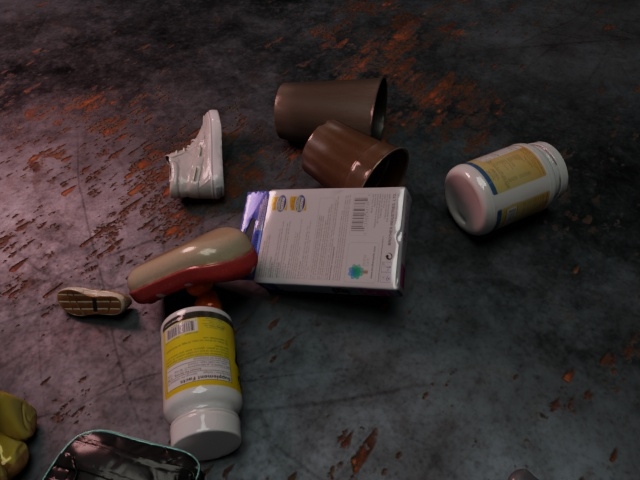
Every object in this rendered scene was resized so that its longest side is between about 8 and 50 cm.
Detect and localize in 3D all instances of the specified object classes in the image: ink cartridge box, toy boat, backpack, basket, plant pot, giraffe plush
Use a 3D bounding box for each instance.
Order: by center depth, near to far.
[{"bbox_3d":[-0.261,0.342,0.750,0.189,0.144,0.165,18,56,0],"label":"backpack"},{"bbox_3d":[-0.539,0.270,0.813,0.171,0.210,0.181,-18,14,4],"label":"giraffe plush"},{"bbox_3d":[-0.207,0.075,1.001,0.231,0.151,0.151,-22,9,26],"label":"toy boat"},{"bbox_3d":[0.000,0.000,1.035,0.312,0.065,0.185,2,71,19],"label":"ink cartridge box"},{"bbox_3d":[0.062,-0.151,1.156,0.165,0.166,0.167,37,59,24],"label":"plant pot"},{"bbox_3d":[0.023,-0.286,1.303,0.227,0.154,0.204,8,54,14],"label":"basket"}]

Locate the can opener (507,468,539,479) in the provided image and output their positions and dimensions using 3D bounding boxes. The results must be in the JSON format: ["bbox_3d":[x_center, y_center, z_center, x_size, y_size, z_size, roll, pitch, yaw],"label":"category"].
[{"bbox_3d":[0.361,0.407,0.734,0.283,0.075,0.095,39,28,32],"label":"can opener"}]

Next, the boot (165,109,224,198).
[{"bbox_3d":[-0.277,-0.194,1.264,0.124,0.095,0.258,-3,49,-9],"label":"boot"}]

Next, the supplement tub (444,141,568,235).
[{"bbox_3d":[0.360,-0.105,1.126,0.200,0.144,0.144,-21,51,-16],"label":"supplement tub"}]

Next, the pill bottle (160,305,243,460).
[{"bbox_3d":[-0.182,0.215,0.881,0.119,0.119,0.208,-10,49,-6],"label":"pill bottle"}]

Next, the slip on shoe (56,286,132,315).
[{"bbox_3d":[-0.407,0.108,1.042,0.136,0.051,0.041,0,8,13],"label":"slip on shoe"}]
